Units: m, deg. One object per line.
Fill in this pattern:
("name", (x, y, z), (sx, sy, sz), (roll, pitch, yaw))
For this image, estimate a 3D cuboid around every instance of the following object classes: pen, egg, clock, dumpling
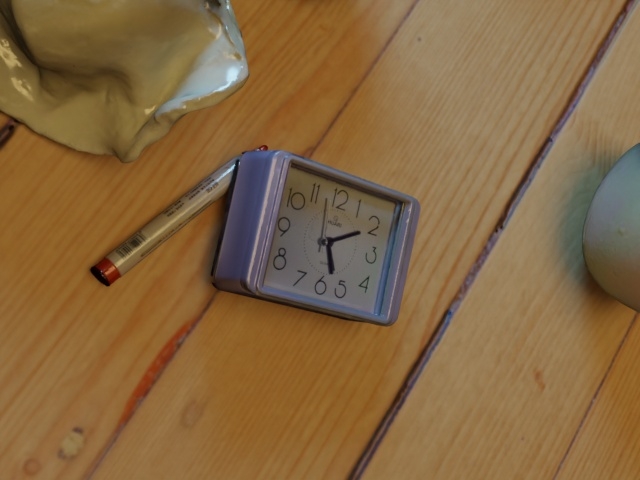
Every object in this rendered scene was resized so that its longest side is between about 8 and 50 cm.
("pen", (-0.130, -0.030, 0.881), (0.218, 0.026, 0.026), (-41, 108, -24))
("egg", (0.411, 0.001, 1.113), (0.206, 0.162, 0.271), (49, 27, 14))
("clock", (0.000, -0.001, 0.913), (0.193, 0.073, 0.144), (16, 83, -35))
("dumpling", (-0.213, -0.221, 0.786), (0.243, 0.187, 0.318), (-37, 100, 16))
